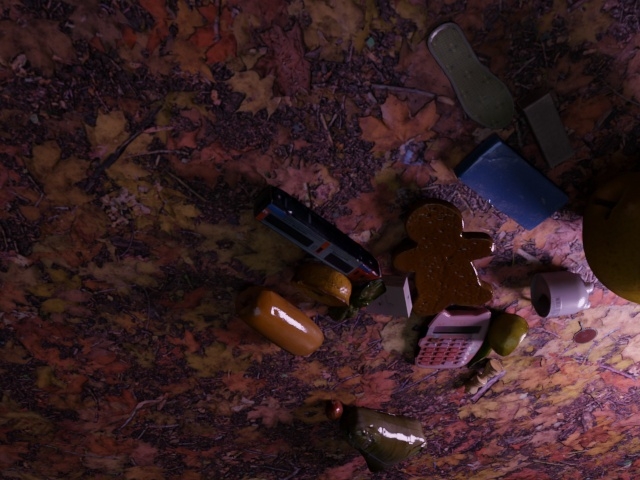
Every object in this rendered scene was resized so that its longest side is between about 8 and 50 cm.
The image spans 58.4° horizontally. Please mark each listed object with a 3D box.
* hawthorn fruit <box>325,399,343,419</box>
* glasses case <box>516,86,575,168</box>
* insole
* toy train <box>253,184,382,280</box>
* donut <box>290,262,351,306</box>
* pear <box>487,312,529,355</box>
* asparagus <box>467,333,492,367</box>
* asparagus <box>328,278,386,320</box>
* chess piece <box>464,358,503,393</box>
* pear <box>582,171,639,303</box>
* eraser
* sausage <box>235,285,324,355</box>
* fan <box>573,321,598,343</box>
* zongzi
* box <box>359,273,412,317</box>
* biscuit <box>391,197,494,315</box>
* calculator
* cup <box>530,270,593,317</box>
[{"bbox_3d":[0.043,0.592,2.044,0.067,0.066,0.103,-14,118,5],"label":"hawthorn fruit"},{"bbox_3d":[0.542,-0.269,1.378,0.071,0.047,0.205,-32,126,14],"label":"glasses case"},{"bbox_3d":[0.346,-0.363,1.301,0.109,0.007,0.322,-34,127,20],"label":"insole"},{"bbox_3d":[0.000,0.000,1.515,0.410,0.086,0.089,34,120,-31],"label":"toy train"},{"bbox_3d":[0.007,0.121,1.578,0.174,0.074,0.190,22,165,0],"label":"donut"},{"bbox_3d":[0.585,0.290,1.817,0.104,0.141,0.141,41,124,13],"label":"pear"},{"bbox_3d":[0.546,0.380,1.935,0.045,0.041,0.178,13,129,-7],"label":"asparagus"},{"bbox_3d":[0.087,0.180,1.647,0.080,0.080,0.287,16,152,-20],"label":"asparagus"},{"bbox_3d":[0.567,0.487,2.021,0.060,0.060,0.172,19,128,-21],"label":"chess piece"},{"bbox_3d":[0.864,0.001,1.446,0.419,0.362,0.362,30,121,-22],"label":"pear"},{"bbox_3d":[0.499,-0.142,1.482,0.312,0.042,0.144,30,121,-28],"label":"eraser"},{"bbox_3d":[-0.103,0.257,1.708,0.134,0.116,0.354,-39,129,12],"label":"sausage"},{"bbox_3d":[0.894,0.311,1.941,0.085,0.005,0.133,-25,130,15],"label":"fan"},{"bbox_3d":[0.168,0.768,2.155,0.323,0.159,0.360,23,131,-17],"label":"zongzi"},{"bbox_3d":[0.192,0.158,1.665,0.130,0.051,0.129,5,135,23],"label":"box"},{"bbox_3d":[0.343,0.040,1.604,0.283,0.064,0.431,-12,130,17],"label":"biscuit"},{"bbox_3d":[0.421,0.325,1.873,0.220,0.048,0.329,1,132,-9],"label":"calculator"},{"bbox_3d":[0.721,0.172,1.719,0.142,0.134,0.173,-5,129,-5],"label":"cup"}]
